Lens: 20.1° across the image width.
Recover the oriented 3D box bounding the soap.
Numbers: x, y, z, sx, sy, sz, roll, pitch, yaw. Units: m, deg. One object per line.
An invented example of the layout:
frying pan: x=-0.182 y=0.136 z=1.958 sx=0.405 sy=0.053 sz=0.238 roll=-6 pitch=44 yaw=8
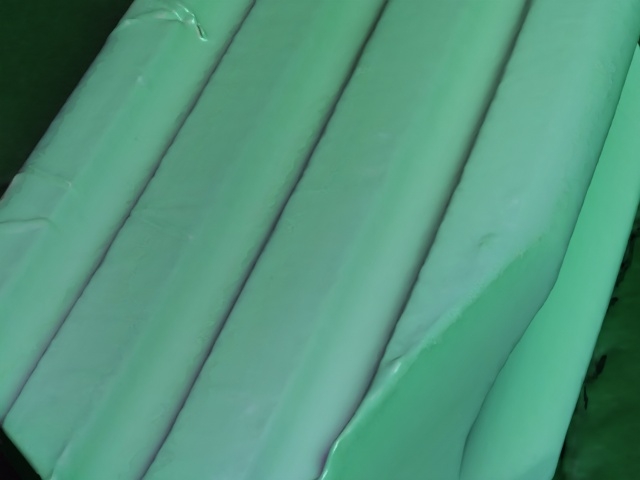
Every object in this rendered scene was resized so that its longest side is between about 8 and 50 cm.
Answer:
soap: x=0.000 y=0.000 z=0.671 sx=0.208 sy=0.115 sz=0.347 roll=5 pitch=44 yaw=21
